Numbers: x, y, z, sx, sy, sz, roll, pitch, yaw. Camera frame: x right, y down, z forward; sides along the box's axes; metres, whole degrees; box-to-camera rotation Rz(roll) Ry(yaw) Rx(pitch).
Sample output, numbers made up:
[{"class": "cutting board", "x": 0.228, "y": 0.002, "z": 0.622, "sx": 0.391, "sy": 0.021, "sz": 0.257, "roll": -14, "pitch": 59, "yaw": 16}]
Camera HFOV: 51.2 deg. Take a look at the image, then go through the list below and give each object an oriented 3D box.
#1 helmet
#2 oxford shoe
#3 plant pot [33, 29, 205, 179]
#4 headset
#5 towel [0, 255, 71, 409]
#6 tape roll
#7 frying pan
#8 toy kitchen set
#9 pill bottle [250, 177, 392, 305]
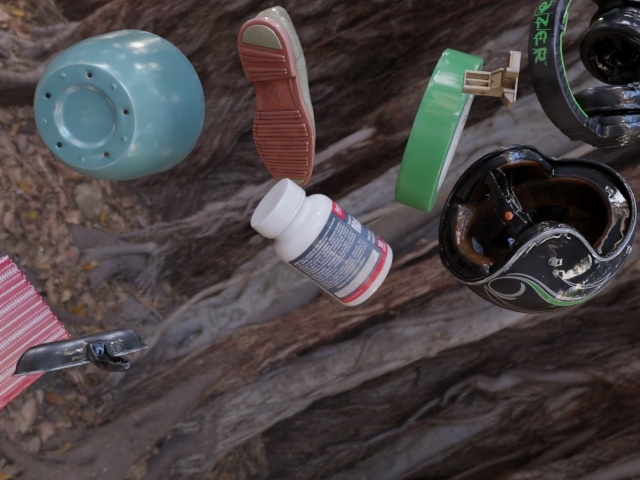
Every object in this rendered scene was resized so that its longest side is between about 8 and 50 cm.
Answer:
[{"class": "helmet", "x": 0.220, "y": -0.007, "z": 0.667, "sx": 0.162, "sy": 0.169, "sz": 0.169, "roll": 11, "pitch": 35, "yaw": -28}, {"class": "oxford shoe", "x": -0.067, "y": -0.302, "z": 1.438, "sx": 0.146, "sy": 0.141, "sz": 0.396, "roll": -64, "pitch": 155, "yaw": -48}, {"class": "plant pot", "x": -0.389, "y": -0.244, "z": 1.248, "sx": 0.293, "sy": 0.293, "sz": 0.235, "roll": 63, "pitch": 13, "yaw": -12}, {"class": "headset", "x": 0.486, "y": -0.253, "z": 1.025, "sx": 0.394, "sy": 0.243, "sz": 0.185, "roll": 19, "pitch": -10, "yaw": -34}, {"class": "towel", "x": -0.602, "y": 0.180, "z": 1.259, "sx": 0.031, "sy": 0.199, "sz": 0.274, "roll": 25, "pitch": -34, "yaw": 38}, {"class": "tape roll", "x": 0.239, "y": -0.218, "z": 1.348, "sx": 0.077, "sy": 0.321, "sz": 0.321, "roll": 19, "pitch": -6, "yaw": 11}, {"class": "frying pan", "x": -0.351, "y": 0.164, "z": 0.945, "sx": 0.326, "sy": 0.197, "sz": 0.053, "roll": 149, "pitch": -70, "yaw": -79}, {"class": "toy kitchen set", "x": 0.255, "y": -0.235, "z": 1.004, "sx": 0.083, "sy": 0.075, "sz": 0.068, "roll": 72, "pitch": 25, "yaw": -75}, {"class": "pill bottle", "x": 0.000, "y": 0.000, "z": 0.911, "sx": 0.180, "sy": 0.108, "sz": 0.108, "roll": 37, "pitch": 13, "yaw": -21}]
